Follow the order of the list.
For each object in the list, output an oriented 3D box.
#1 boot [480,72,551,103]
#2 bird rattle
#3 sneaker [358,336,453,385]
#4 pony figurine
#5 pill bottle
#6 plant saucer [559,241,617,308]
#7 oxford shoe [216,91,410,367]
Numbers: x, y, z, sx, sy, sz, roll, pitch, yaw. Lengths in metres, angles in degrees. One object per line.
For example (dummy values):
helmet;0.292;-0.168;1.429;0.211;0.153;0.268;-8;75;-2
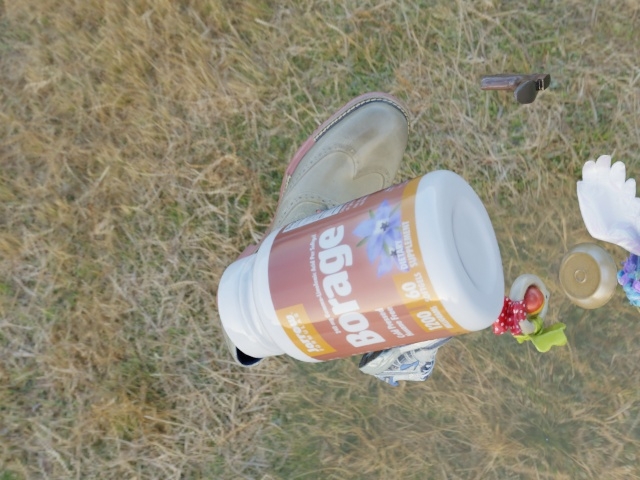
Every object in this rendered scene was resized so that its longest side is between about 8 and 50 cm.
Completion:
boot;0.304;-0.254;1.044;0.114;0.037;0.106;17;35;42
bird rattle;0.557;0.190;1.739;0.143;0.253;0.207;-12;51;54
sneaker;0.101;0.115;0.657;0.058;0.135;0.052;39;48;-10
pony figurine;0.721;-0.011;1.312;0.303;0.363;0.351;0;97;39
pill bottle;0.025;0.032;0.510;0.216;0.121;0.121;-19;67;33
plant saucer;0.328;0.044;0.786;0.083;0.015;0.083;2;93;60
oxford shoe;0.000;0.000;0.712;0.348;0.123;0.130;-58;23;20
